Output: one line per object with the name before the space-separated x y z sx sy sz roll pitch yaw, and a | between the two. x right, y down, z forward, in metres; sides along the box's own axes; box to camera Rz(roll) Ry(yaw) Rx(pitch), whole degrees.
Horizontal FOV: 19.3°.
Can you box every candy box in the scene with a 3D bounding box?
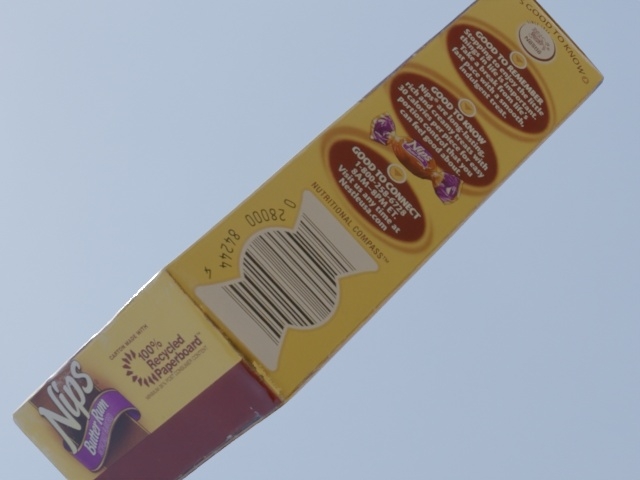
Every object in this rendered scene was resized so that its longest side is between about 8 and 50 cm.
candy box | 0.000 0.000 0.583 0.053 0.109 0.187 47 -131 -2
